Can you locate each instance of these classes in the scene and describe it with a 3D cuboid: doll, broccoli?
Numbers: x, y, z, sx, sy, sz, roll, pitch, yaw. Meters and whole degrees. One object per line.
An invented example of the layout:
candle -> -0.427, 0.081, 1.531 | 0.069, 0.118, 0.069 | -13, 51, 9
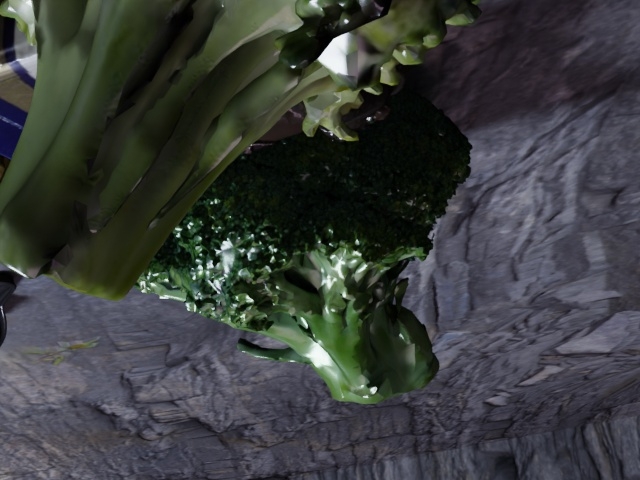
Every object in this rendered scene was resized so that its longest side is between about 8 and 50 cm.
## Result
doll -> -0.022, -0.078, 0.869 | 0.139, 0.057, 0.165 | -21, 165, 16
broccoli -> -0.068, -0.095, 0.659 | 0.263, 0.243, 0.247 | 26, 179, -30
broccoli -> 0.000, 0.000, 1.105 | 0.261, 0.241, 0.269 | -24, -162, -22

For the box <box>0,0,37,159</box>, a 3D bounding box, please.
box -> -0.094, -0.119, 0.901 | 0.259, 0.071, 0.168 | -15, 162, 17

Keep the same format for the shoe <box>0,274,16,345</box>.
shoe -> -0.314, 0.077, 1.435 | 0.062, 0.053, 0.159 | -5, 160, -28

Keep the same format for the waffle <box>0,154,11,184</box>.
waffle -> -0.229, -0.052, 0.955 | 0.051, 0.149, 0.194 | -54, 154, -3
